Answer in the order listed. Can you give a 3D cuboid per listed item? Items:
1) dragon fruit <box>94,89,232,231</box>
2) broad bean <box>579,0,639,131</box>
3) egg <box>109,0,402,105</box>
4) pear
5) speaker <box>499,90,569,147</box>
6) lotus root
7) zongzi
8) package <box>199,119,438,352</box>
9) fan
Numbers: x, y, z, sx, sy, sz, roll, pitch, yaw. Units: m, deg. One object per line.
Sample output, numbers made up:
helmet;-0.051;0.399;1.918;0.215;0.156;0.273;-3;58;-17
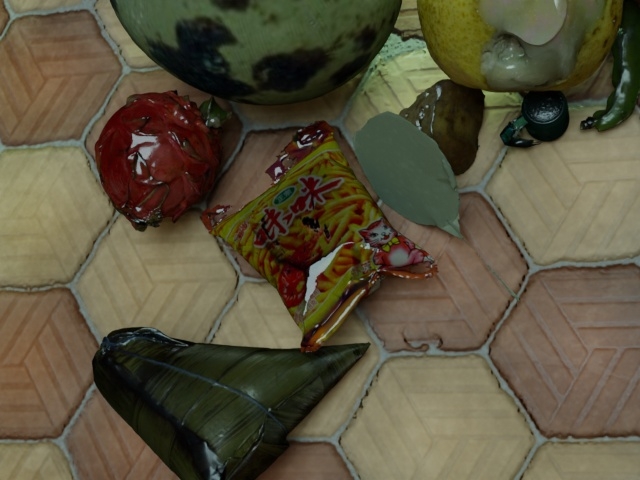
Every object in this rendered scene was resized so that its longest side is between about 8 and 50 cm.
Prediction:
dragon fruit;-0.226;-0.119;1.557;0.172;0.172;0.209;26;69;20
broad bean;0.401;-0.230;1.482;0.061;0.046;0.195;19;83;16
egg;-0.096;-0.358;1.491;0.428;0.345;0.345;19;81;24
pear;0.250;-0.313;1.398;0.271;0.271;0.271;-4;75;14
speaker;0.286;-0.154;1.476;0.060;0.075;0.094;38;88;21
lotus root;0.158;-0.140;1.493;0.159;0.135;0.095;-43;70;15
zongzi;-0.119;0.166;1.487;0.300;0.138;0.286;-41;60;-15
package;-0.006;0.003;1.498;0.223;0.108;0.288;-36;60;-1
fan;0.159;-0.038;1.464;0.010;0.182;0.310;-41;90;-28
